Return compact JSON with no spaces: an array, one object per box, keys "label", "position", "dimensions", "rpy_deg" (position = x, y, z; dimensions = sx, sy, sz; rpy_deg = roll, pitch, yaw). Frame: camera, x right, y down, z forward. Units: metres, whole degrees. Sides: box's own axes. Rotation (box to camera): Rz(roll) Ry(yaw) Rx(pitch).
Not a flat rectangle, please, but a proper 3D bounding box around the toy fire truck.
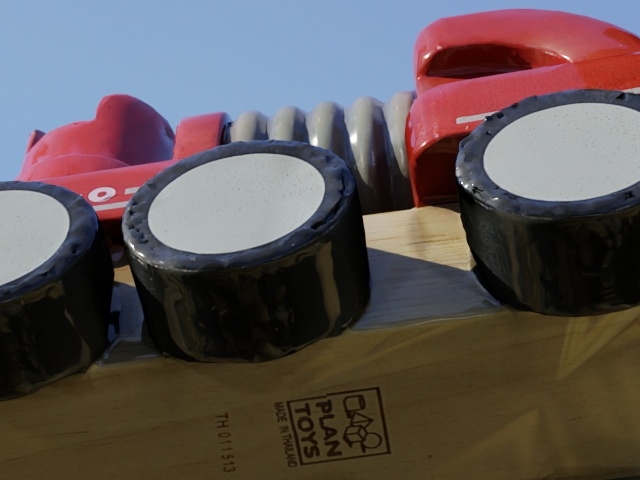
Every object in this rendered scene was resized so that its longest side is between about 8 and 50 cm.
[{"label":"toy fire truck","position":[0.000,0.000,0.523],"dimensions":[0.217,0.246,0.158],"rpy_deg":[-9,-56,4]}]
